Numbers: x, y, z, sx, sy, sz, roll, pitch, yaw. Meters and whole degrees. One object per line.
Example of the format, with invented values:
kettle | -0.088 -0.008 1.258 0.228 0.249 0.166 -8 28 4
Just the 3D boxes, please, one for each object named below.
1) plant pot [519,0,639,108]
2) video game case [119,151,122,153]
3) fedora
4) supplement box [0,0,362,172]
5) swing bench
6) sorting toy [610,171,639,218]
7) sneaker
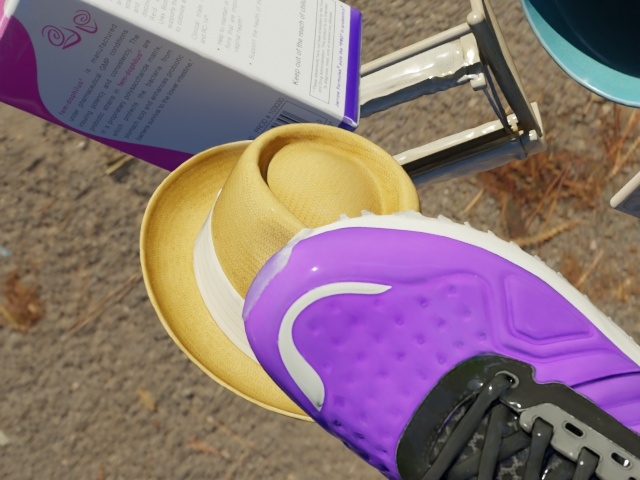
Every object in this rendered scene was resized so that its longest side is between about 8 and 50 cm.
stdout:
plant pot | 0.401 -0.326 1.364 0.271 0.255 0.272 37 148 27
video game case | -0.164 -0.211 0.977 0.061 0.244 0.270 -16 95 -10
fedora | 0.000 0.000 0.638 0.194 0.194 0.079 27 136 5
supplement box | -0.094 -0.123 0.785 0.220 0.114 0.111 22 138 -22
swing bench | 0.108 -0.154 1.423 0.253 0.165 0.255 -20 127 17
sorting toy | 0.298 -0.047 1.050 0.062 0.012 0.083 22 134 -18
sneaker | 0.101 0.095 0.468 0.293 0.146 0.102 31 108 -7
